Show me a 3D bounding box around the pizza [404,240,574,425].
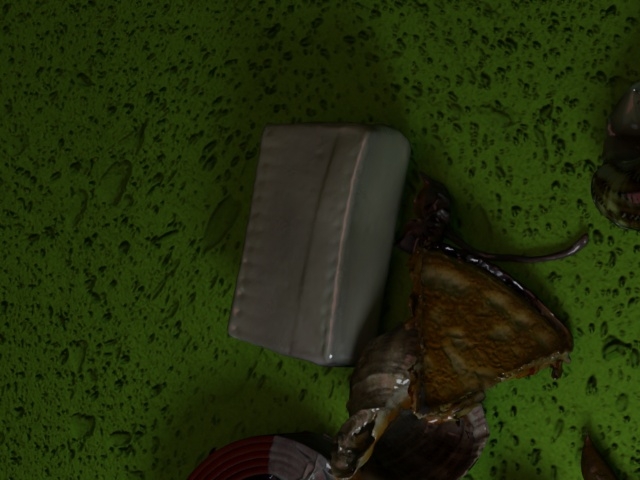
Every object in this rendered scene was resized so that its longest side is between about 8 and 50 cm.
[{"bbox_3d":[0.228,0.148,1.923,0.074,0.251,0.288,118,164,-54],"label":"pizza"}]

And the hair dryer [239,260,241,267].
[{"bbox_3d":[-0.104,0.012,2.233,0.047,0.026,0.083,44,110,26],"label":"hair dryer"}]

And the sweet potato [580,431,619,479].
[{"bbox_3d":[0.418,0.381,1.881,0.067,0.067,0.274,-40,67,20],"label":"sweet potato"}]

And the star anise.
[{"bbox_3d":[0.242,-0.012,2.044,0.227,0.218,0.148,23,61,-9],"label":"star anise"}]

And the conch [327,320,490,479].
[{"bbox_3d":[0.118,0.245,2.006,0.210,0.159,0.291,47,75,-11],"label":"conch"}]

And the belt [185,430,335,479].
[{"bbox_3d":[-0.085,0.409,2.132,0.324,0.115,0.227,-41,68,19],"label":"belt"}]

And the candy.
[{"bbox_3d":[0.003,0.001,2.095,0.208,0.145,0.359,9,89,38],"label":"candy"}]

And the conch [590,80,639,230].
[{"bbox_3d":[0.439,-0.099,1.886,0.181,0.124,0.187,-42,43,29],"label":"conch"}]
